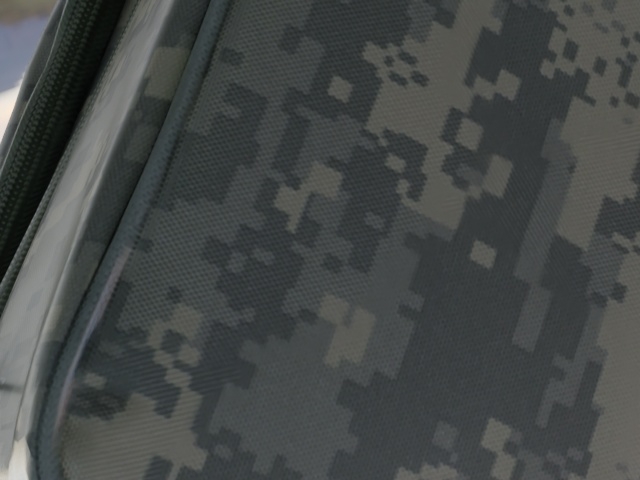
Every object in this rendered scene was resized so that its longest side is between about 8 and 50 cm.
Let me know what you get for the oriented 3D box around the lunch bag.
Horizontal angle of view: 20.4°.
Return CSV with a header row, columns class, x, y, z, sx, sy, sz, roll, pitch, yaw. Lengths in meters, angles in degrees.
class,x,y,z,sx,sy,sz,roll,pitch,yaw
lunch bag,0.000,0.000,0.564,0.256,0.212,0.305,-17,-129,66
